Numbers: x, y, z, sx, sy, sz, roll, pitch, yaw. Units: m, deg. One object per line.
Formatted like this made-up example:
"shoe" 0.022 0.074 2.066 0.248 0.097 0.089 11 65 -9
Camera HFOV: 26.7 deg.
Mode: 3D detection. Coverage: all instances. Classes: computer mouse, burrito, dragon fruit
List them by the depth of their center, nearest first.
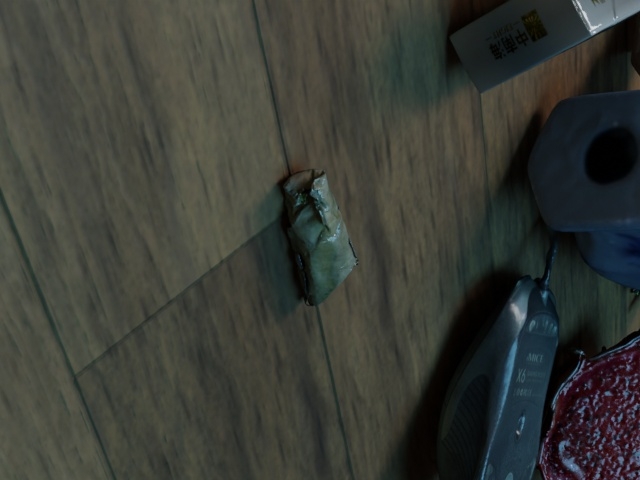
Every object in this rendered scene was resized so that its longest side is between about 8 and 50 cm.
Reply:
"burrito" 0.000 0.000 1.181 0.041 0.055 0.149 -71 156 -46
"computer mouse" 0.199 0.146 1.492 0.167 0.090 0.379 20 85 -62
"dragon fruit" 0.332 0.235 1.693 0.161 0.126 0.274 2 94 -12

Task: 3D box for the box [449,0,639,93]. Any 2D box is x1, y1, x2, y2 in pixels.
"box" 0.254 -0.226 1.248 0.243 0.155 0.067 -30 92 -38

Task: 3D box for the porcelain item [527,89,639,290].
"porcelain item" 0.409 -0.040 1.488 0.405 0.243 0.178 19 73 -50

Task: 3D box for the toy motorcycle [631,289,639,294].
"toy motorcycle" 0.473 0.015 1.754 0.190 0.074 0.106 -47 150 -19

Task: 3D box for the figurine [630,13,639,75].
"figurine" 0.394 -0.272 1.399 0.163 0.141 0.236 4 112 -8
